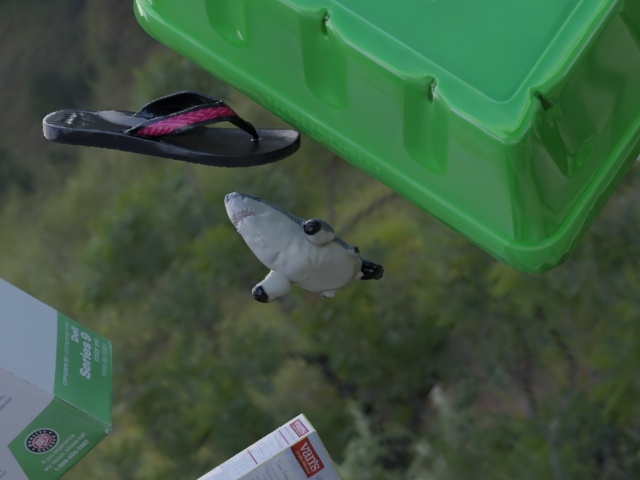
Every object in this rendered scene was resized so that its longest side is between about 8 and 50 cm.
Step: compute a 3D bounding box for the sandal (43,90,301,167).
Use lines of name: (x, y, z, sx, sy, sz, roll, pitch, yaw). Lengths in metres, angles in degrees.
sandal: (-0.101, -0.082, 1.289, 0.067, 0.179, 0.040, -93, 10, -72)

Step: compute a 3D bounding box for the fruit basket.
fruit basket: (0.086, -0.173, 1.306, 0.283, 0.392, 0.392, -55, 4, -5)

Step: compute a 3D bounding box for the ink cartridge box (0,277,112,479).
ink cartridge box: (-0.262, 0.088, 1.200, 0.154, 0.212, 0.093, -43, 33, 27)

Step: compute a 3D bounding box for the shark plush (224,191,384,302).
shark plush: (0.000, 0.000, 1.377, 0.161, 0.067, 0.073, 4, -55, -44)

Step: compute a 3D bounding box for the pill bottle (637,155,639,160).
pill bottle: (0.257, -0.162, 1.651, 0.160, 0.283, 0.160, -163, 90, -88)

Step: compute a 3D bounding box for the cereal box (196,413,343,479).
cereal box: (-0.082, 0.330, 2.170, 0.240, 0.173, 0.047, -31, 35, -9)
